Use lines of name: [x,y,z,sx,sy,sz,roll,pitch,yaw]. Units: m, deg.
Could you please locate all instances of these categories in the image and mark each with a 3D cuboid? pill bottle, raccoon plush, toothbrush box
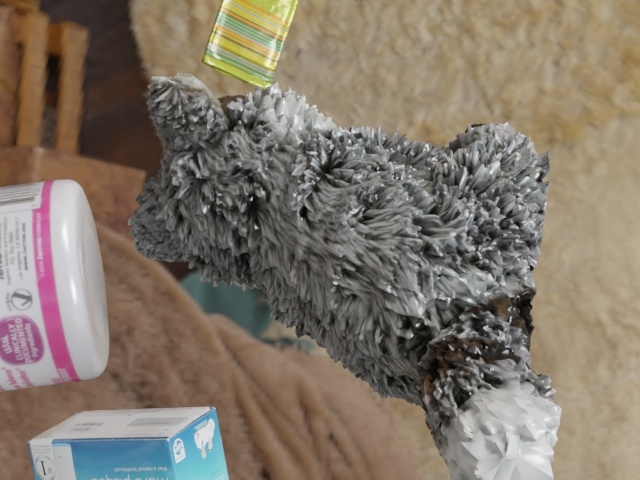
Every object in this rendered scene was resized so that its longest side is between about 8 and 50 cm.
pill bottle: [-0.318,0.048,1.088,0.283,0.160,0.160,-8,78,-2]
raccoon plush: [0.000,0.000,0.971,0.299,0.446,0.216,14,99,-4]
toothbrush box: [-0.226,0.371,1.759,0.216,0.126,0.295,-4,102,26]

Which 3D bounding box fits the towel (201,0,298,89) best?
towel: [-0.060,-0.299,1.604,0.021,0.102,0.237,20,92,48]
